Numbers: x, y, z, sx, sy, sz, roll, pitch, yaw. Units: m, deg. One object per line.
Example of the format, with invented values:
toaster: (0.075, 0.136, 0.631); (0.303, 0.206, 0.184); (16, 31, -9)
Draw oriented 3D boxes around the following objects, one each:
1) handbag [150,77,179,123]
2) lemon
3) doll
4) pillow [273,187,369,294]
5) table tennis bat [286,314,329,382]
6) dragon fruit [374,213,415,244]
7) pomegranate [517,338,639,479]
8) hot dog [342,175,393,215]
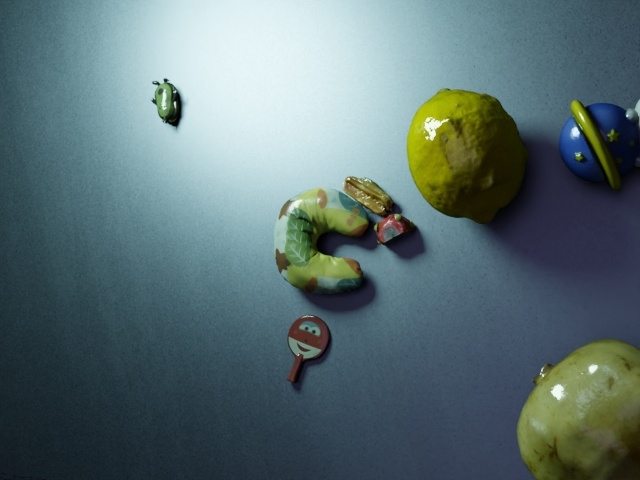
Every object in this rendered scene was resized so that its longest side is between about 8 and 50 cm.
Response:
handbag: (-0.371, -0.333, 2.175); (0.072, 0.047, 0.111); (-13, 76, 20)
lemon: (0.289, -0.169, 1.802); (0.233, 0.233, 0.288); (-22, 77, 17)
doll: (0.602, -0.174, 1.742); (0.242, 0.159, 0.311); (-32, 96, 1)
pillow: (0.000, 0.000, 1.973); (0.214, 0.086, 0.234); (7, 83, 16)
table tennis bat: (-0.036, 0.240, 1.988); (0.098, 0.019, 0.155); (21, 88, 22)
dragon fruit: (0.153, -0.030, 1.927); (0.083, 0.056, 0.060); (-25, 76, 18)
pomegranate: (0.516, 0.327, 1.604); (0.332, 0.332, 0.333); (-3, 82, 21)
hot dog: (0.105, -0.102, 1.968); (0.133, 0.041, 0.056); (34, 110, 18)
